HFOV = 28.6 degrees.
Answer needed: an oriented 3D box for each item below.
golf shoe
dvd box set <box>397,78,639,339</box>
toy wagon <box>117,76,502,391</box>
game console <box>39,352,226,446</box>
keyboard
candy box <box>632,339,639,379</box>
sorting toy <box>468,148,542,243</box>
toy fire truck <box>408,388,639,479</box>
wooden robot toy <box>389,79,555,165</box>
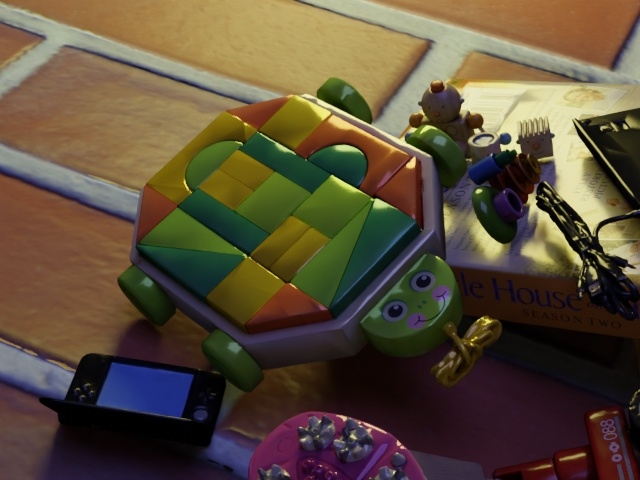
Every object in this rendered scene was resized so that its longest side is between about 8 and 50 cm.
[{"bbox_3d":[0.064,0.223,0.765,0.115,0.140,0.306,-40,46,-11],"label":"golf shoe"},{"bbox_3d":[0.243,-0.037,1.084,0.420,0.062,0.308,6,38,30],"label":"dvd box set"},{"bbox_3d":[0.000,0.000,1.021,0.267,0.068,0.344,-45,49,-15],"label":"toy wagon"},{"bbox_3d":[-0.141,0.115,0.967,0.122,0.071,0.107,9,42,4],"label":"game console"},{"bbox_3d":[0.266,-0.018,0.961,0.201,0.033,0.317,-11,32,-5],"label":"keyboard"},{"bbox_3d":[0.432,0.049,1.012,0.316,0.088,0.183,7,37,31],"label":"candy box"},{"bbox_3d":[0.154,-0.045,1.012,0.061,0.042,0.102,47,33,-17],"label":"sorting toy"},{"bbox_3d":[0.163,0.207,0.856,0.246,0.159,0.217,-13,35,10],"label":"toy fire truck"},{"bbox_3d":[0.114,-0.101,1.102,0.173,0.079,0.076,2,37,26],"label":"wooden robot toy"}]
